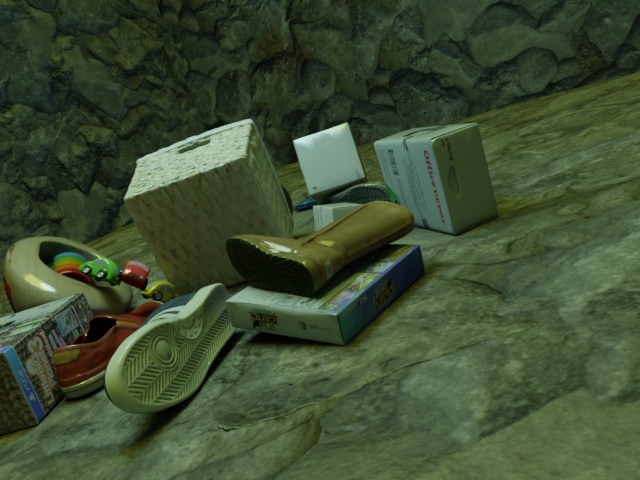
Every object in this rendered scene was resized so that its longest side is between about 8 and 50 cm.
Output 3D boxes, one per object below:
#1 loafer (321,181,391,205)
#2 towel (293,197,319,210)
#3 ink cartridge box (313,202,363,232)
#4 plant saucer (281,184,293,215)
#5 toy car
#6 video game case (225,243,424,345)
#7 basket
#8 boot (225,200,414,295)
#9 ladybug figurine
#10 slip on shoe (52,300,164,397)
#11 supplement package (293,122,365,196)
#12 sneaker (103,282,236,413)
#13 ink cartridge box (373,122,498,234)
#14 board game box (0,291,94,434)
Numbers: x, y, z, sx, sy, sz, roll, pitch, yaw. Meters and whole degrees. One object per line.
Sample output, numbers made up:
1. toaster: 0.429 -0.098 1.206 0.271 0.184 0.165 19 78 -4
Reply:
1. loafer: 0.112 -0.125 1.753 0.251 0.095 0.087 -7 22 43
2. towel: -0.031 -0.130 2.124 0.119 0.029 0.067 -12 15 32
3. ink cartridge box: 0.044 -0.041 1.471 0.089 0.092 0.143 -7 7 -21
4. plant saucer: -0.216 -0.088 1.709 0.277 0.278 0.041 -18 42 6
5. toy car: -0.436 0.078 1.359 0.224 0.053 0.239 14 -19 18
6. video game case: 0.013 0.082 1.074 0.244 0.061 0.269 0 22 39
7. basket: -0.260 -0.069 1.507 0.328 0.332 0.266 -18 28 6
8. boot: 0.000 0.000 1.103 0.236 0.089 0.269 18 35 37
9. ladybug figurine: -0.627 0.120 1.499 0.305 0.162 0.449 23 7 -24
10. slip on shoe: -0.406 0.186 1.212 0.122 0.101 0.331 -17 12 19
11. supplement package: 0.044 -0.223 1.892 0.175 0.178 0.293 -17 -6 6
12. sneaker: -0.261 0.184 0.995 0.148 0.131 0.350 -22 6 20
13. ink cartridge box: 0.253 -0.142 1.371 0.121 0.211 0.289 -21 14 -14
14. board game box: -0.590 0.240 1.162 0.231 0.141 0.291 -17 13 10
